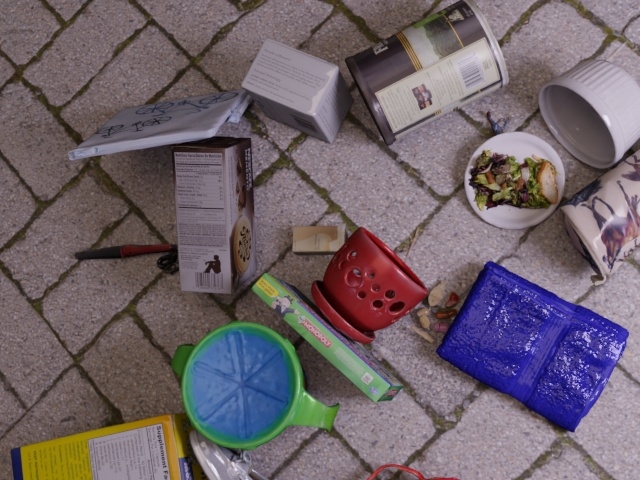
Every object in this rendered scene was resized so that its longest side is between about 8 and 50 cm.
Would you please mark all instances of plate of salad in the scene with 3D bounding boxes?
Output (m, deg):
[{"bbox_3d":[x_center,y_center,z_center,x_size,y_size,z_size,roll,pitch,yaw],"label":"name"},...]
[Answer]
[{"bbox_3d":[0.393,-0.121,1.534,0.200,0.048,0.199,1,94,12],"label":"plate of salad"}]

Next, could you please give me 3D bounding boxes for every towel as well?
[{"bbox_3d":[0.407,0.199,1.463,0.308,0.076,0.227,28,85,14],"label":"towel"}]

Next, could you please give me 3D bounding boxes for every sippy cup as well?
[{"bbox_3d":[-0.127,0.288,1.494,0.240,0.224,0.305,-35,73,2],"label":"sippy cup"}]

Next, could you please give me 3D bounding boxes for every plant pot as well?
[{"bbox_3d":[0.091,0.095,1.509,0.174,0.191,0.191,-46,73,11],"label":"plant pot"}]

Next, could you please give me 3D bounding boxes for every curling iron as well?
[{"bbox_3d":[-0.434,0.037,1.714,0.274,0.035,0.068,3,79,13],"label":"curling iron"}]

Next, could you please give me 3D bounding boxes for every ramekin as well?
[{"bbox_3d":[0.535,-0.252,1.468,0.109,0.207,0.207,-38,73,-6],"label":"ramekin"}]

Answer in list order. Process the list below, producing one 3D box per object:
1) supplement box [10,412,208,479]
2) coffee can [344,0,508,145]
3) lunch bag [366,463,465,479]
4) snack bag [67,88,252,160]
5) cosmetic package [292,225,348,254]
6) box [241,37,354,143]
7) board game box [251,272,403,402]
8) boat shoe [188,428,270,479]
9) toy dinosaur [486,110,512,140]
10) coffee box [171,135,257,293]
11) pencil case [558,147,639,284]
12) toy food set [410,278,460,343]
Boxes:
[{"bbox_3d":[-0.408,0.478,1.536,0.357,0.195,0.194,-14,76,11],"label":"supplement box"},{"bbox_3d":[0.216,-0.345,1.557,0.275,0.201,0.201,-26,74,6],"label":"coffee can"},{"bbox_3d":[0.161,0.556,1.436,0.293,0.120,0.258,-12,73,9],"label":"lunch bag"},{"bbox_3d":[-0.326,-0.249,1.619,0.323,0.342,0.037,-7,114,10],"label":"snack bag"},{"bbox_3d":[0.000,0.000,1.619,0.115,0.041,0.060,-2,79,12],"label":"cosmetic package"},{"bbox_3d":[-0.045,-0.316,1.620,0.182,0.181,0.119,25,85,17],"label":"box"},{"bbox_3d":[0.019,0.194,1.486,0.317,0.213,0.046,41,90,16],"label":"board game box"},{"bbox_3d":[-0.133,0.475,1.481,0.103,0.118,0.320,-41,97,-6],"label":"boat shoe"},{"bbox_3d":[0.367,-0.231,1.585,0.090,0.047,0.082,-53,54,9],"label":"toy dinosaur"},{"bbox_3d":[-0.214,-0.058,1.558,0.119,0.168,0.297,2,104,12],"label":"coffee box"},{"bbox_3d":[0.645,-0.093,1.428,0.410,0.160,0.183,-35,85,4],"label":"pencil case"},{"bbox_3d":[0.242,0.148,1.547,0.078,0.019,0.122,36,81,17],"label":"toy food set"}]
